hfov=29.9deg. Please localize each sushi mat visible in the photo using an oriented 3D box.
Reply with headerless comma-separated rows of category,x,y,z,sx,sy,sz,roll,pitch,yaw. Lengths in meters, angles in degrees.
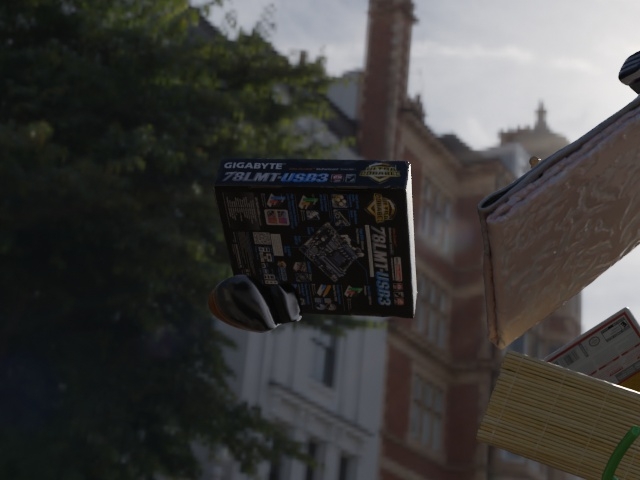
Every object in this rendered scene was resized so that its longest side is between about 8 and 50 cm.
sushi mat,0.396,0.275,1.728,0.316,0.151,0.019,18,12,11

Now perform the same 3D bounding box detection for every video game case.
video game case,0.570,0.298,2.252,0.204,0.285,0.025,-36,-19,18

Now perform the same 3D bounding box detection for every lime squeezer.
lime squeezer,0.385,0.343,1.519,0.110,0.059,0.310,18,-39,48

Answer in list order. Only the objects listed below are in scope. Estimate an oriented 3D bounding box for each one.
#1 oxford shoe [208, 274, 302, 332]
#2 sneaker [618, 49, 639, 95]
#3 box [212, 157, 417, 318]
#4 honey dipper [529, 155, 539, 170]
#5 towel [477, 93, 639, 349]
oxford shoe,-0.099,0.092,1.573,0.076,0.076,0.212,-18,-13,20
sneaker,0.591,-0.283,1.924,0.098,0.083,0.223,43,-32,-19
box,0.000,0.000,1.883,0.293,0.073,0.296,0,-44,9
honey dipper,0.361,-0.066,2.073,0.030,0.161,0.030,7,6,-1
towel,0.367,-0.025,1.750,0.331,0.053,0.317,-34,-38,-15
